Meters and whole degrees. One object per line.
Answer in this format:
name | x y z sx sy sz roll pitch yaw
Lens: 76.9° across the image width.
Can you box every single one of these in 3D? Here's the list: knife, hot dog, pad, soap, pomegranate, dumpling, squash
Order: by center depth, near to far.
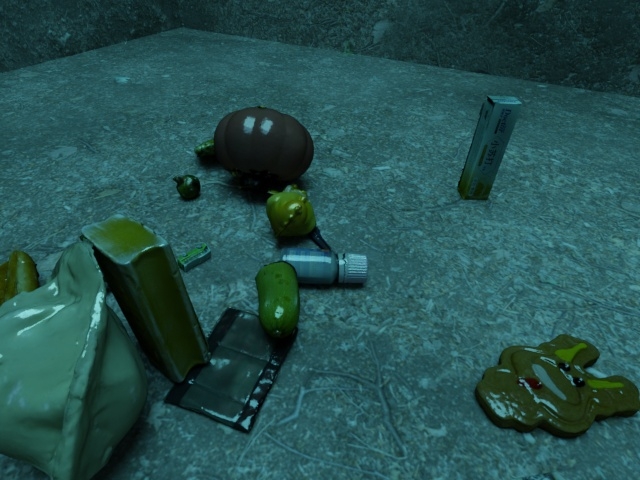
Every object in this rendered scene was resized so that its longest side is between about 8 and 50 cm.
dumpling | -0.380 0.154 0.619 0.233 0.316 0.395 16 8 -40
soap | -0.294 0.100 0.698 0.173 0.274 0.089 25 45 37
pad | -0.160 0.228 0.766 0.174 0.022 0.233 14 40 14
squash | -0.081 0.127 0.817 0.095 0.095 0.188 -4 29 -9
hot dog | -0.623 0.117 0.834 0.102 0.076 0.249 -44 47 1
knife | 0.000 0.000 1.070 0.031 0.018 0.121 -18 45 -22
pomegranate | -0.395 -0.168 1.200 0.073 0.085 0.073 -2 48 2

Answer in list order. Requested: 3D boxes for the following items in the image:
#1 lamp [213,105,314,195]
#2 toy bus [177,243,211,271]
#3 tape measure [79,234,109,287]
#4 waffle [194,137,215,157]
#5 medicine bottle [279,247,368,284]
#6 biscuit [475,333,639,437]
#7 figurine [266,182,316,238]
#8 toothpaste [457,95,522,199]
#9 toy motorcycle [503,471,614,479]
lamp | -0.173 -0.259 1.211 0.305 0.240 0.305 9 -3 1
toy bus | -0.307 0.041 0.986 0.037 0.031 0.083 35 48 25
tape measure | -0.474 0.036 0.935 0.153 0.088 0.178 -12 43 -20
waffle | -0.337 -0.334 1.393 0.207 0.054 0.214 -26 18 -22
medicine bottle | 0.007 0.062 0.939 0.202 0.084 0.084 4 38 0
biscuit | 0.428 0.265 0.742 0.294 0.044 0.186 -11 38 -18
figurine | -0.079 -0.087 1.099 0.156 0.131 0.246 35 23 -9
toothpaste | 0.498 -0.271 1.207 0.089 0.313 0.071 2 38 -3
toy motorcycle | 0.289 0.404 0.493 0.340 0.108 0.223 -7 24 -1
